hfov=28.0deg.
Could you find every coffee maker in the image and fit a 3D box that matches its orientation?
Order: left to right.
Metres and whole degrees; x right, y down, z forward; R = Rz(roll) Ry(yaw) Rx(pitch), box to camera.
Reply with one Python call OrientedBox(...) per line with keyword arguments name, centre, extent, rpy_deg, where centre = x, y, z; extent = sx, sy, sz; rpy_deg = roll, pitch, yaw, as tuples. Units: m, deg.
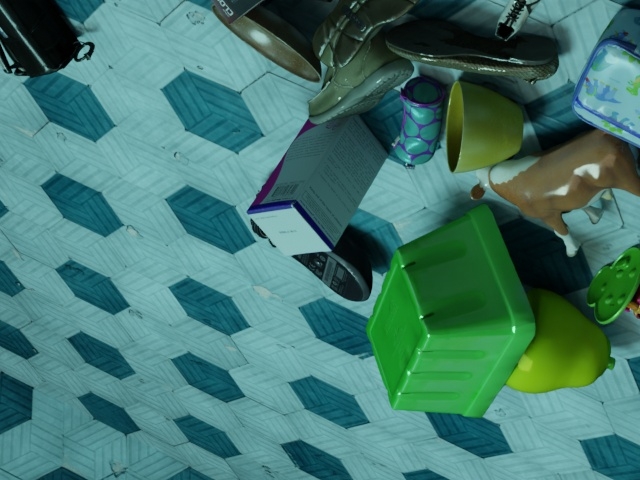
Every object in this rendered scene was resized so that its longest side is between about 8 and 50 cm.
OrientedBox(name="coffee maker", centre=(-0.495, -0.381, 2.190), extent=(0.171, 0.120, 0.178), rpy_deg=(-15, 131, 20))

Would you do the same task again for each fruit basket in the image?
OrientedBox(name="fruit basket", centre=(0.295, 0.137, 2.155), extent=(0.392, 0.283, 0.392), rpy_deg=(-14, 152, -8))

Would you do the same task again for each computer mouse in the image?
OrientedBox(name="computer mouse", centre=(0.000, 0.000, 2.330), extent=(0.272, 0.072, 0.188), rpy_deg=(40, 151, 9))

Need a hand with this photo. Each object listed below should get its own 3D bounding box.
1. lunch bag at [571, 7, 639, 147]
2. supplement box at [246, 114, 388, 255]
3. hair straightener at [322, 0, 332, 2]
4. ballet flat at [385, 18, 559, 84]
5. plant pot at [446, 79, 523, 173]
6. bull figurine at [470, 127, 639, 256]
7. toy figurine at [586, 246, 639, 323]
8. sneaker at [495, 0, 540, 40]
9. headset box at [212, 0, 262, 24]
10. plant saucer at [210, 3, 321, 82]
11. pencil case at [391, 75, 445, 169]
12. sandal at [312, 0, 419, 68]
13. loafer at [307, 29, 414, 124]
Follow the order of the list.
OrientedBox(name="lunch bag", centre=(0.446, -0.187, 1.668), extent=(0.219, 0.090, 0.176), rpy_deg=(29, 151, 6))
OrientedBox(name="supplement box", centre=(-0.002, -0.093, 2.050), extent=(0.111, 0.220, 0.114), rpy_deg=(-6, 134, 46))
OrientedBox(name="hair straightener", centre=(-0.064, -0.384, 1.861), extent=(0.230, 0.047, 0.089), rpy_deg=(15, 145, 26))
OrientedBox(name="ballet flat", centre=(0.209, -0.257, 1.783), extent=(0.249, 0.084, 0.058), rpy_deg=(10, 142, 21))
OrientedBox(name="plant pot", centre=(0.240, -0.162, 1.858), extent=(0.095, 0.134, 0.134), rpy_deg=(2, 147, -5))
OrientedBox(name="bull figurine", centre=(0.364, -0.079, 1.876), extent=(0.188, 0.101, 0.310), rpy_deg=(39, 151, -20))
OrientedBox(name="toy figurine", centre=(0.520, 0.103, 2.004), extent=(0.159, 0.130, 0.173), rpy_deg=(26, 171, -9))
OrientedBox(name="sneaker", centre=(0.263, -0.306, 1.699), extent=(0.040, 0.044, 0.109), rpy_deg=(29, 147, 7))
OrientedBox(name="headset box", centre=(-0.100, -0.441, 1.721), extent=(0.218, 0.110, 0.293), rpy_deg=(52, 144, -9))
OrientedBox(name="plant saucer", centre=(-0.072, -0.306, 1.915), extent=(0.198, 0.036, 0.198), rpy_deg=(34, 176, 3))
OrientedBox(name="pencil case", centre=(0.148, -0.179, 1.950), extent=(0.070, 0.065, 0.152), rpy_deg=(0, 145, -3))
OrientedBox(name="sandal", centre=(0.074, -0.324, 1.804), extent=(0.090, 0.060, 0.219), rpy_deg=(47, 128, 5))
OrientedBox(name="loafer", centre=(0.053, -0.246, 1.937), extent=(0.251, 0.094, 0.087), rpy_deg=(-28, 82, 56))
